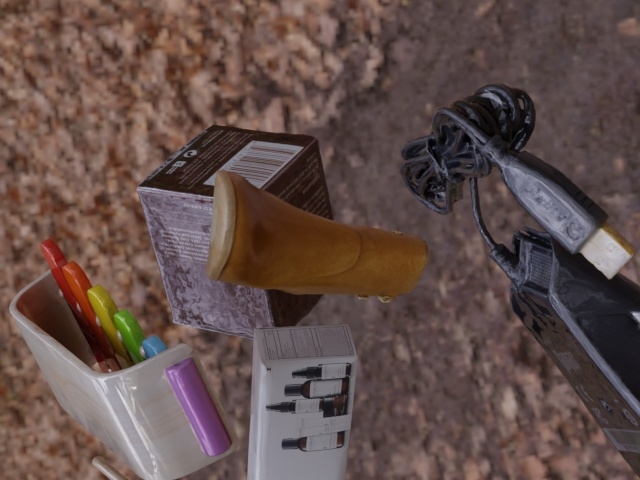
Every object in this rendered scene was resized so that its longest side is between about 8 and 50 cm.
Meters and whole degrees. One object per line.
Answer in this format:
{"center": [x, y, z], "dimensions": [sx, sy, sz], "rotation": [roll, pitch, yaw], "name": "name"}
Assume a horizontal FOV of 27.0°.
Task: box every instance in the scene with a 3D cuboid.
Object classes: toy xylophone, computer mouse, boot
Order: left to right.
{"center": [-0.187, 0.142, 1.246], "dimensions": [0.322, 0.081, 0.236], "rotation": [31, 147, 50], "name": "toy xylophone"}
{"center": [0.000, 0.001, 1.271], "dimensions": [0.295, 0.211, 0.104], "rotation": [117, 158, -82], "name": "boot"}
{"center": [0.143, 0.027, 0.644], "dimensions": [0.262, 0.060, 0.184], "rotation": [52, 171, 8], "name": "computer mouse"}

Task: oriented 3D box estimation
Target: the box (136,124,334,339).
{"center": [-0.094, -0.011, 1.643], "dimensions": [0.167, 0.168, 0.203], "rotation": [9, 125, 30], "name": "box"}

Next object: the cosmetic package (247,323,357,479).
{"center": [-0.022, 0.198, 1.365], "dimensions": [0.060, 0.098, 0.239], "rotation": [-103, 14, -55], "name": "cosmetic package"}
